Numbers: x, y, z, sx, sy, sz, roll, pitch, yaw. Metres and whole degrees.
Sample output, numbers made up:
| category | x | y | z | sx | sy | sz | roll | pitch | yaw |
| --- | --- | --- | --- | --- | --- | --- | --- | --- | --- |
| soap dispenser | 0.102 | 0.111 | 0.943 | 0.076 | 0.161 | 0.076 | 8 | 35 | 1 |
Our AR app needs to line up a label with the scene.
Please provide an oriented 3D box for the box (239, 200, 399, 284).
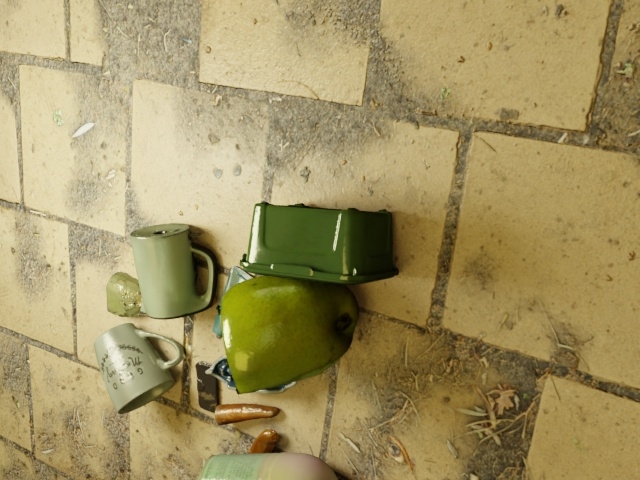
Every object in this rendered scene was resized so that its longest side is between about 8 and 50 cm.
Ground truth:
| category | x | y | z | sx | sy | sz | roll | pitch | yaw |
| --- | --- | --- | --- | --- | --- | --- | --- | --- | --- |
| box | 0.000 | 0.000 | 1.485 | 0.329 | 0.253 | 0.177 | 4 | 95 | 28 |

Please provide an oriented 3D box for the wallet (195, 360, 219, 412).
| category | x | y | z | sx | sy | sz | roll | pitch | yaw |
| --- | --- | --- | --- | --- | --- | --- | --- | --- | --- |
| wallet | -0.340 | 0.441 | 1.922 | 0.082 | 0.018 | 0.156 | 10 | 108 | 28 |

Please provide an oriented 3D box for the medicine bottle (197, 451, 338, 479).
| category | x | y | z | sx | sy | sz | roll | pitch | yaw |
| --- | --- | --- | --- | --- | --- | --- | --- | --- | --- |
| medicine bottle | -0.103 | 0.689 | 1.705 | 0.407 | 0.236 | 0.235 | -7 | 99 | 15 |

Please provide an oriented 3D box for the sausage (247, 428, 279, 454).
| category | x | y | z | sx | sy | sz | roll | pitch | yaw |
| --- | --- | --- | --- | --- | --- | --- | --- | --- | --- |
| sausage | -0.170 | 0.603 | 1.844 | 0.062 | 0.054 | 0.183 | 17 | 116 | -17 |

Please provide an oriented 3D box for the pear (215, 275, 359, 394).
| category | x | y | z | sx | sy | sz | roll | pitch | yaw |
| --- | --- | --- | --- | --- | --- | --- | --- | --- | --- |
| pear | -0.064 | 0.191 | 1.544 | 0.318 | 0.342 | 0.238 | -14 | 101 | 5 |

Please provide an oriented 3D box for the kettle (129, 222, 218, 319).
| category | x | y | z | sx | sy | sz | roll | pitch | yaw |
| --- | --- | --- | --- | --- | --- | --- | --- | --- | --- |
| kettle | -0.408 | 0.089 | 1.801 | 0.241 | 0.165 | 0.255 | -4 | 102 | 2 |

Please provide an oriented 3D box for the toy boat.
| category | x | y | z | sx | sy | sz | roll | pitch | yaw |
| --- | --- | --- | --- | --- | --- | --- | --- | --- | --- |
| toy boat | -0.184 | 0.360 | 1.738 | 0.309 | 0.142 | 0.129 | -3 | 103 | 30 |

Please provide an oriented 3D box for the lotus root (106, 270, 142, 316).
| category | x | y | z | sx | sy | sz | roll | pitch | yaw |
| --- | --- | --- | --- | --- | --- | --- | --- | --- | --- |
| lotus root | -0.599 | 0.178 | 1.975 | 0.144 | 0.070 | 0.143 | 8 | 107 | 28 |

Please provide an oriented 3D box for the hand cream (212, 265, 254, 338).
| category | x | y | z | sx | sy | sz | roll | pitch | yaw |
| --- | --- | --- | --- | --- | --- | --- | --- | --- | --- |
| hand cream | -0.250 | 0.183 | 1.795 | 0.083 | 0.048 | 0.224 | 31 | 111 | 23 |

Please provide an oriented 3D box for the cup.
| category | x | y | z | sx | sy | sz | roll | pitch | yaw |
| --- | --- | --- | --- | --- | --- | --- | --- | --- | --- |
| cup | -0.550 | 0.363 | 1.954 | 0.258 | 0.186 | 0.234 | -32 | 76 | 3 |

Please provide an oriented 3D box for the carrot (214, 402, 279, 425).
| category | x | y | z | sx | sy | sz | roll | pitch | yaw |
| --- | --- | --- | --- | --- | --- | --- | --- | --- | --- |
| carrot | -0.207 | 0.498 | 1.842 | 0.210 | 0.061 | 0.061 | -12 | 96 | 27 |
